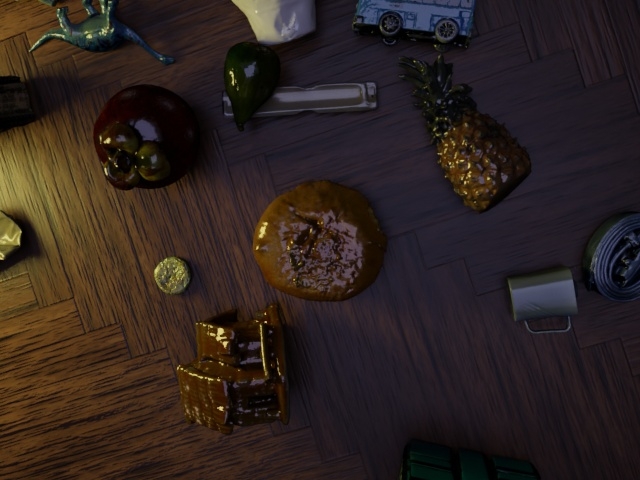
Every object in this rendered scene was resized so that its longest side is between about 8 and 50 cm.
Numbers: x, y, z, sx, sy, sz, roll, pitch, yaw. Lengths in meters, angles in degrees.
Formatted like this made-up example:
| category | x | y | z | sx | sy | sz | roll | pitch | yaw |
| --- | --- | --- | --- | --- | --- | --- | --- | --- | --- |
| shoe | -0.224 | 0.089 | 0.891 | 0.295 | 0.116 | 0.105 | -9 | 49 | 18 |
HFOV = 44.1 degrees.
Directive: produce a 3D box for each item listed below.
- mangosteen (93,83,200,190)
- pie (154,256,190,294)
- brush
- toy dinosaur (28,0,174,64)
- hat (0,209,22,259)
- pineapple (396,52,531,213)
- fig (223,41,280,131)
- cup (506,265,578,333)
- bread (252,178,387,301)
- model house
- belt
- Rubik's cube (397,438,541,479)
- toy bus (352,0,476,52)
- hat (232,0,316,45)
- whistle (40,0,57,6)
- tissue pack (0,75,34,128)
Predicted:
| category | x | y | z | sx | sy | sz | roll | pitch | yaw |
| --- | --- | --- | --- | --- | --- | --- | --- | --- | --- |
| mangosteen | -0.350 | -0.191 | 1.568 | 0.215 | 0.257 | 0.215 | 1 | 121 | 1 |
| pie | -0.316 | 0.076 | 1.697 | 0.084 | 0.021 | 0.084 | 0 | 89 | 8 |
| brush | -0.042 | -0.288 | 1.631 | 0.321 | 0.050 | 0.060 | -3 | 90 | 5 |
| toy dinosaur | -0.470 | -0.450 | 1.655 | 0.329 | 0.076 | 0.144 | 6 | 126 | 6 |
| hat | -0.745 | -0.005 | 1.729 | 0.175 | 0.085 | 0.147 | -33 | 101 | 30 |
| pineapple | 0.266 | -0.225 | 1.554 | 0.169 | 0.169 | 0.340 | -37 | 80 | 8 |
| fig | -0.145 | -0.304 | 1.568 | 0.117 | 0.117 | 0.177 | 17 | 98 | 6 |
| cup | 0.446 | 0.123 | 1.573 | 0.129 | 0.095 | 0.128 | -9 | 94 | 10 |
| bread | 0.000 | 0.000 | 1.595 | 0.268 | 0.146 | 0.268 | 0 | 90 | 4 |
| model house | -0.178 | 0.260 | 1.597 | 0.229 | 0.219 | 0.199 | -10 | 107 | -5 |
| belt | 0.601 | 0.033 | 1.553 | 0.141 | 0.082 | 0.190 | 32 | 96 | 1 |
| Rubik's cube | 0.273 | 0.579 | 1.526 | 0.283 | 0.288 | 0.294 | 8 | 92 | 7 |
| toy bus | 0.186 | -0.455 | 1.559 | 0.234 | 0.116 | 0.134 | 8 | 94 | 4 |
| hat | -0.081 | -0.463 | 1.576 | 0.203 | 0.203 | 0.126 | -11 | 111 | 7 |
| whistle | -0.658 | -0.560 | 1.660 | 0.223 | 0.123 | 0.123 | 23 | 96 | -8 |
| tissue pack | -0.751 | -0.249 | 1.576 | 0.245 | 0.332 | 0.123 | -11 | 101 | 6 |
